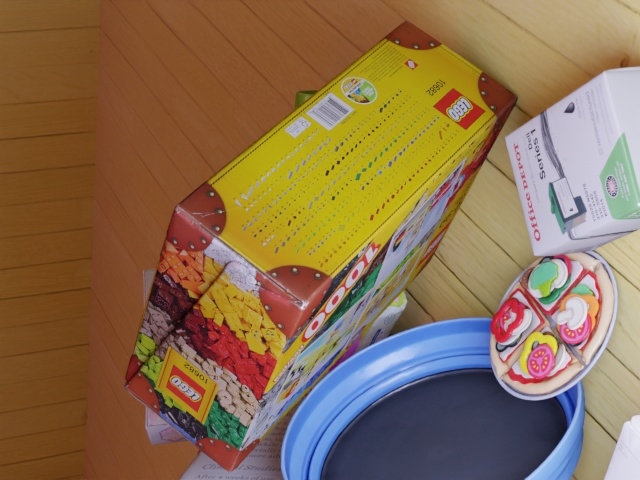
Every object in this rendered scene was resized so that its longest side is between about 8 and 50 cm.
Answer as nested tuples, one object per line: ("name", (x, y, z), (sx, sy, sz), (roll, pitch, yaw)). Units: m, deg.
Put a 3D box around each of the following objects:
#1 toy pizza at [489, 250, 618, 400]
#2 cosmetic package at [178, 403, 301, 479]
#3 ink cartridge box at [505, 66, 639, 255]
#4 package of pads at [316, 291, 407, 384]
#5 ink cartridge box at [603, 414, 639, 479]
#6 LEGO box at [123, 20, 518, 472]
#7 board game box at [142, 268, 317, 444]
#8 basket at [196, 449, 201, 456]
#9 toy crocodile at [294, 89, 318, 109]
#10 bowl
("toy pizza", (0.275, 0.097, 1.604), (0.201, 0.032, 0.201), (-35, 40, 36))
("cosmetic package", (-0.016, 0.460, 1.856), (0.393, 0.330, 0.327), (-48, -46, -61))
("ink cartridge box", (0.316, -0.084, 1.507), (0.219, 0.093, 0.160), (145, 116, -62))
("package of pads", (0.031, 0.049, 2.110), (0.229, 0.101, 0.296), (114, 149, -47))
("ink cartridge box", (0.377, 0.277, 1.419), (0.082, 0.140, 0.190), (-124, 36, -47))
("LEGO box", (0.000, 0.000, 1.709), (0.193, 0.500, 0.372), (37, 140, 12))
("board game box", (-0.135, 0.175, 2.206), (0.066, 0.318, 0.318), (86, 178, -52))
("basket", (-0.118, 0.255, 2.377), (0.299, 0.223, 0.213), (123, 134, -60))
("toy crocodile", (0.047, -0.176, 2.075), (0.340, 0.105, 0.115), (21, 115, 57))
("bowl", (0.144, 0.248, 1.659), (0.391, 0.391, 0.077), (38, 155, 57))
